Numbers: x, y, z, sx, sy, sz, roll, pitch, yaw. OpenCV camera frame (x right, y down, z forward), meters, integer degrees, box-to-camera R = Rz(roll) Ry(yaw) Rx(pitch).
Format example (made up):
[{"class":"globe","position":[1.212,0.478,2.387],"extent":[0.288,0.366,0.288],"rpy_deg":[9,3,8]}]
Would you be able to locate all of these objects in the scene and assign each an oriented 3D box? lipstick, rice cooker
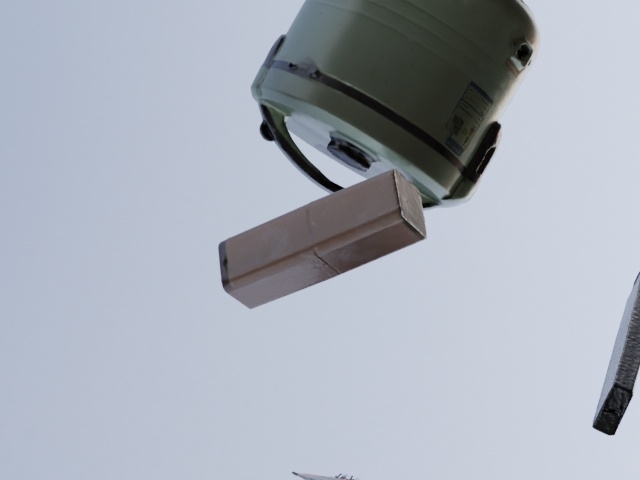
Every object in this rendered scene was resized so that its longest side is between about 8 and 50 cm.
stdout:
[{"class":"lipstick","position":[0.000,0.000,1.230],"extent":[0.045,0.145,0.045],"rpy_deg":[40,-146,-48]},{"class":"rice cooker","position":[0.069,-0.148,1.604],"extent":[0.226,0.226,0.244],"rpy_deg":[34,-99,-32]}]

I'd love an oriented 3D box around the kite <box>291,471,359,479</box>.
[{"class":"kite","position":[0.103,0.249,1.387],"extent":[0.013,0.327,0.377],"rpy_deg":[-58,-35,-12]}]

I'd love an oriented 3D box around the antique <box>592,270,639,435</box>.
[{"class":"antique","position":[0.185,0.061,1.045],"extent":[0.015,0.031,0.192],"rpy_deg":[25,-155,5]}]
